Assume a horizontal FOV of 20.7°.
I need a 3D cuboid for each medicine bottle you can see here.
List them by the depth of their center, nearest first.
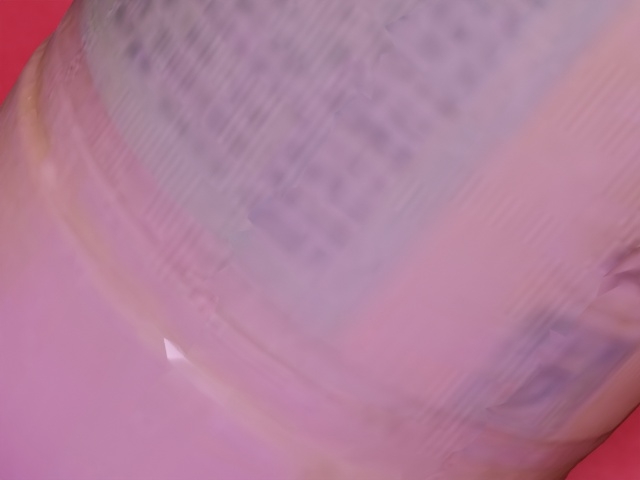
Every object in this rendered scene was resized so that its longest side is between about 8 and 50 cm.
[{"bbox_3d":[0.000,0.000,0.609,0.235,0.236,0.406,42,117,4],"label":"medicine bottle"}]
